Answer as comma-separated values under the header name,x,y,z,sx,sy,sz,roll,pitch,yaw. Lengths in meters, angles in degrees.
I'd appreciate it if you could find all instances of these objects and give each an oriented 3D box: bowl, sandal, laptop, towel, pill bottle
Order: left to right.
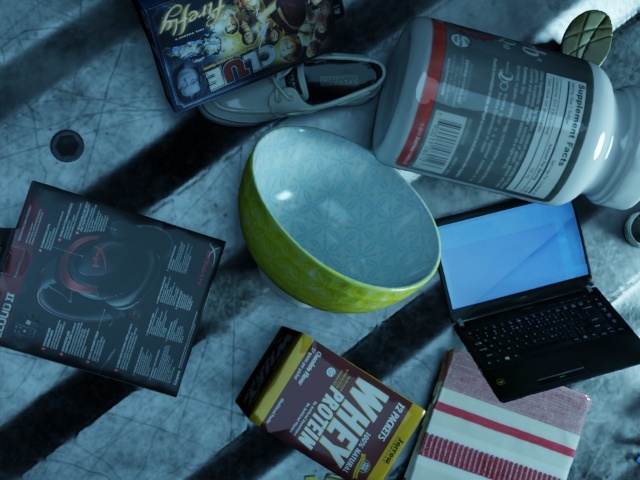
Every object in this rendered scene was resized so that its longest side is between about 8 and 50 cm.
name,x,y,z,sx,sy,sz,roll,pitch,yaw
bowl,0.000,0.000,1.323,0.290,0.289,0.156,32,126,-7
towel,0.240,0.344,1.432,0.237,0.037,0.328,21,86,-11
pill bottle,0.271,-0.165,1.360,0.363,0.210,0.210,13,86,-7
laptop,0.309,0.070,1.400,0.234,0.264,0.136,-14,127,-10
sandal,0.384,-0.256,1.475,0.072,0.049,0.180,8,101,-4

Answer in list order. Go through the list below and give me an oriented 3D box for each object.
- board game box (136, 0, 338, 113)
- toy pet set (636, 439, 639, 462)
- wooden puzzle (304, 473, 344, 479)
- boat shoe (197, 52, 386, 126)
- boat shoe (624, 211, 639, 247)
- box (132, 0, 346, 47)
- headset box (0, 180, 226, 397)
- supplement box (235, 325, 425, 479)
name,x,y,z,sx,sy,sz,roll,pitch,yaw
board game box,-0.100,-0.280,1.270,0.243,0.165,0.042,-25,48,-13
toy pet set,0.544,0.278,1.486,0.122,0.065,0.114,8,122,-7
wooden puzzle,0.031,0.375,1.404,0.116,0.014,0.078,8,87,-10
boat shoe,-0.038,-0.215,1.374,0.268,0.088,0.096,-4,89,-10
boat shoe,0.574,-0.014,1.483,0.220,0.070,0.077,-3,89,-10
box,-0.115,-0.339,1.313,0.261,0.103,0.184,-27,136,-10
headset box,-0.299,0.060,1.308,0.293,0.110,0.218,17,85,-9
supplement box,0.006,0.220,1.313,0.191,0.194,0.129,33,83,-7
